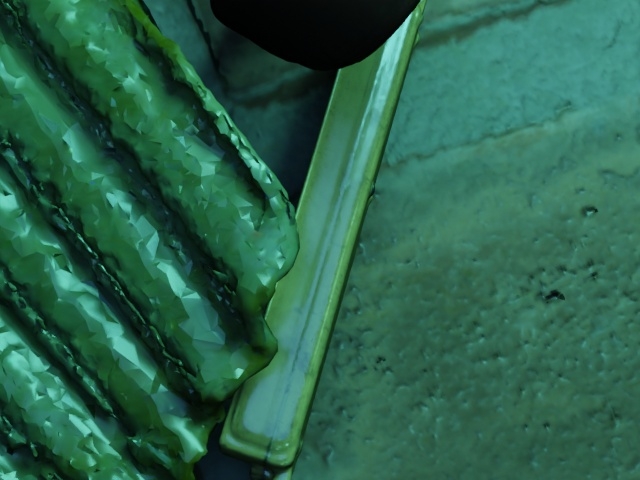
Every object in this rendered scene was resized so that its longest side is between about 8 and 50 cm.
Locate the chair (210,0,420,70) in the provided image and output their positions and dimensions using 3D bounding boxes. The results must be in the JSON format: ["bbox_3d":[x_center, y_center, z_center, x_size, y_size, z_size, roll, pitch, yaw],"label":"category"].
[{"bbox_3d":[-0.099,-0.255,0.873,0.401,0.226,0.226,29,83,1],"label":"chair"}]

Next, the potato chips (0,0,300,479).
[{"bbox_3d":[-0.222,-0.003,0.899,0.358,0.070,0.429,-45,82,6],"label":"potato chips"}]

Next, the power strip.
[{"bbox_3d":[0.000,0.000,0.925,0.044,0.064,0.305,16,83,2],"label":"power strip"}]
